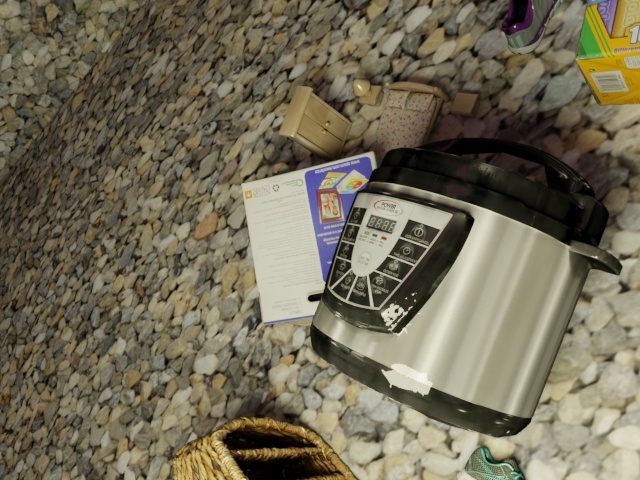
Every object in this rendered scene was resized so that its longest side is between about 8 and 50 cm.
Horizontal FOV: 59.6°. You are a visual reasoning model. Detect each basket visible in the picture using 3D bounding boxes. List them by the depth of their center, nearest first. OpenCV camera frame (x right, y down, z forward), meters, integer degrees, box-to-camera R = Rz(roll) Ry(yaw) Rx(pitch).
[{"bbox_3d":[-0.083,0.419,1.014,0.223,0.299,0.214,-32,56,28],"label":"basket"}]

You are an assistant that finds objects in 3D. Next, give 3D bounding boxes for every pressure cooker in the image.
[{"bbox_3d":[0.209,0.039,0.878,0.369,0.375,0.421,23,89,2],"label":"pressure cooker"}]

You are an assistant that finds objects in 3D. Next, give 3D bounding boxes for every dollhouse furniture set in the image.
[{"bbox_3d":[0.098,-0.206,1.167,0.355,0.173,0.303,18,87,40],"label":"dollhouse furniture set"}]

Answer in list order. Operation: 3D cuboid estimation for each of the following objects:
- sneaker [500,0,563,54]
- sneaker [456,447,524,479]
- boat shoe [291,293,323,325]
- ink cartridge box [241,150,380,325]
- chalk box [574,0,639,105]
[{"bbox_3d":[0.413,-0.474,1.062,0.083,0.098,0.224,20,88,40],"label":"sneaker"},{"bbox_3d":[0.299,0.387,0.884,0.166,0.065,0.076,22,85,39],"label":"sneaker"},{"bbox_3d":[-0.014,0.138,1.225,0.206,0.075,0.065,-9,27,41],"label":"boat shoe"},{"bbox_3d":[0.000,0.000,1.157,0.303,0.072,0.307,-11,88,19],"label":"ink cartridge box"},{"bbox_3d":[0.539,-0.383,0.881,0.179,0.180,0.289,10,82,40],"label":"chalk box"}]
